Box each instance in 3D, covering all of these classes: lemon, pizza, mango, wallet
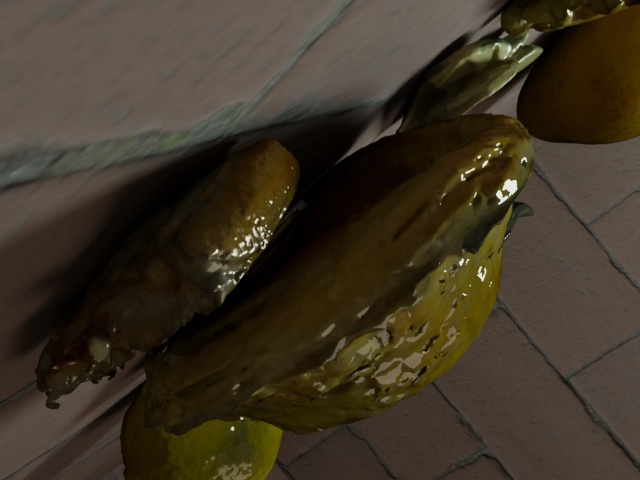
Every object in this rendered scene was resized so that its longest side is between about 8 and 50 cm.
[{"bbox_3d":[-0.200,0.333,1.466,0.321,0.268,0.268,-33,172,-24],"label":"lemon"},{"bbox_3d":[-0.126,0.031,0.623,0.297,0.071,0.189,-40,-167,41],"label":"pizza"},{"bbox_3d":[0.466,-0.270,1.371,0.264,0.221,0.378,-42,-174,-22],"label":"mango"},{"bbox_3d":[-0.094,0.030,0.751,0.196,0.020,0.103,-28,-162,46],"label":"wallet"}]

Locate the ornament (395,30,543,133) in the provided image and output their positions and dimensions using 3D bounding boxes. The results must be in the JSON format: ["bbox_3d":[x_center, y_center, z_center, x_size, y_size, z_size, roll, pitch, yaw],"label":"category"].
[{"bbox_3d":[0.157,-0.170,0.953,0.180,0.059,0.201,-35,179,32],"label":"ornament"}]

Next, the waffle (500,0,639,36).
[{"bbox_3d":[0.348,-0.283,0.850,0.311,0.060,0.307,-33,-164,-36],"label":"waffle"}]

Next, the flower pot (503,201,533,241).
[{"bbox_3d":[0.241,-0.043,1.627,0.301,0.213,0.302,-40,174,-5],"label":"flower pot"}]

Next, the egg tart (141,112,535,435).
[{"bbox_3d":[0.027,0.051,0.796,0.443,0.178,0.443,-36,-170,8],"label":"egg tart"}]
